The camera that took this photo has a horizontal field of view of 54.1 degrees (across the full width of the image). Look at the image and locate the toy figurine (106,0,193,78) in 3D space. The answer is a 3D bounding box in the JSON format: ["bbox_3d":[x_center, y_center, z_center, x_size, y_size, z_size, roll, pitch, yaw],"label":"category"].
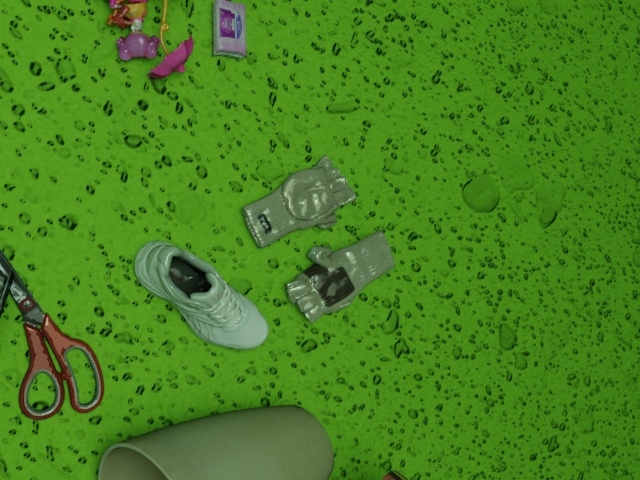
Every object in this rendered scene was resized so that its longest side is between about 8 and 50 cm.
[{"bbox_3d":[-0.245,-0.311,0.885,0.173,0.130,0.159,-4,100,-9],"label":"toy figurine"}]

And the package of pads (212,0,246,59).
[{"bbox_3d":[-0.143,-0.328,0.979,0.050,0.032,0.083,0,88,-32],"label":"package of pads"}]

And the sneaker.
[{"bbox_3d":[-0.159,0.088,0.902,0.232,0.115,0.090,39,70,-23],"label":"sneaker"}]

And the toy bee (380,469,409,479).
[{"bbox_3d":[0.088,0.484,1.026,0.195,0.298,0.162,52,28,19],"label":"toy bee"}]

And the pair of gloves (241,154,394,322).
[{"bbox_3d":[0.000,0.000,1.043,0.204,0.042,0.240,-36,104,-23],"label":"pair of gloves"}]

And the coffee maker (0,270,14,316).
[{"bbox_3d":[-0.469,0.092,0.715,0.178,0.120,0.171,20,85,-25],"label":"coffee maker"}]

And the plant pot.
[{"bbox_3d":[-0.117,0.339,0.865,0.274,0.256,0.257,-19,98,-46],"label":"plant pot"}]

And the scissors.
[{"bbox_3d":[-0.373,0.097,0.836,0.108,0.021,0.297,-16,95,-27],"label":"scissors"}]
